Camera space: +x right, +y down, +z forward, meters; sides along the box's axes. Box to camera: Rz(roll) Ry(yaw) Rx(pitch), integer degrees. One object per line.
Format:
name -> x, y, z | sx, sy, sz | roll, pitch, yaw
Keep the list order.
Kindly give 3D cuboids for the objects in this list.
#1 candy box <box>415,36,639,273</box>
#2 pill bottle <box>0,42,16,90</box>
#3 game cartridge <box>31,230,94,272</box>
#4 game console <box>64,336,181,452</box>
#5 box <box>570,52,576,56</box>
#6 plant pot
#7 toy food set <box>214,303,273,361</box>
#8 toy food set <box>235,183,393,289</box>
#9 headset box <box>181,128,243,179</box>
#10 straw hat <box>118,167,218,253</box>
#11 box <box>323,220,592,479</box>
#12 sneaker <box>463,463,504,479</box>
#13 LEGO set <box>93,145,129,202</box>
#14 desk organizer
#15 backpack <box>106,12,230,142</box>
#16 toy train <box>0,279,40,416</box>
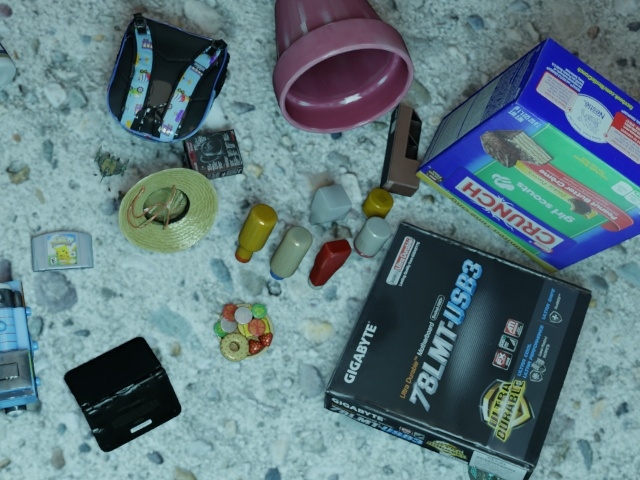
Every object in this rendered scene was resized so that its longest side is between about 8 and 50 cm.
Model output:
candy box -> 0.317, -0.105, 1.643 | 0.268, 0.317, 0.122 | 34, 68, -8
pill bottle -> -0.511, -0.286, 1.675 | 0.094, 0.094, 0.169 | -32, 82, -18
game cartridge -> -0.359, 0.015, 1.653 | 0.083, 0.017, 0.056 | -4, 70, -12
game console -> -0.267, 0.208, 1.613 | 0.122, 0.071, 0.107 | -27, 110, -17
box -> 0.374, -0.256, 1.877 | 0.067, 0.018, 0.083 | 2, 72, -10
plant pot -> 0.016, -0.285, 1.737 | 0.201, 0.201, 0.180 | -10, 59, -14
toy food set -> -0.107, 0.126, 1.664 | 0.083, 0.020, 0.082 | -12, 76, -14
toy food set -> 0.000, 0.000, 1.703 | 0.232, 0.104, 0.111 | -13, 61, -33
headset box -> -0.160, -0.122, 1.725 | 0.083, 0.032, 0.062 | -13, 75, -14
straw hat -> -0.222, -0.055, 1.674 | 0.144, 0.144, 0.061 | -19, 35, -16
box -> 0.192, 0.149, 1.638 | 0.293, 0.073, 0.295 | 22, 60, 9
sneaker -> 0.229, 0.291, 1.648 | 0.065, 0.076, 0.166 | -18, 77, -15
LEGO set -> -0.298, -0.095, 1.699 | 0.054, 0.023, 0.083 | -6, 87, -10
desk organizer -> 0.126, -0.134, 1.777 | 0.050, 0.047, 0.130 | 13, 71, -9
backpack -> -0.224, -0.212, 1.695 | 0.158, 0.117, 0.173 | 17, 70, -6
toy train -> -0.411, 0.137, 1.557 | 0.080, 0.105, 0.184 | -7, 75, -13
